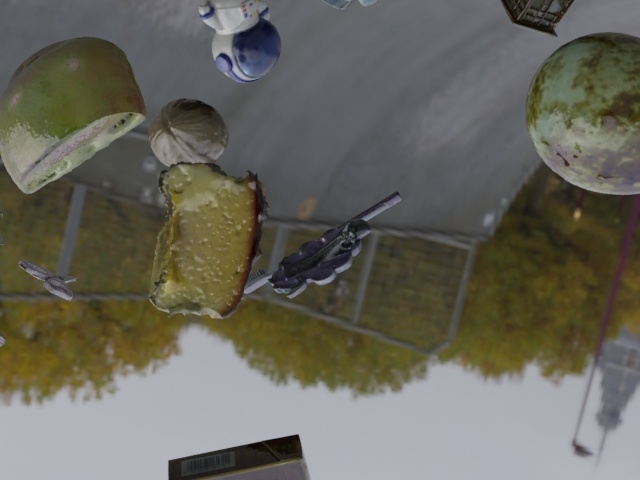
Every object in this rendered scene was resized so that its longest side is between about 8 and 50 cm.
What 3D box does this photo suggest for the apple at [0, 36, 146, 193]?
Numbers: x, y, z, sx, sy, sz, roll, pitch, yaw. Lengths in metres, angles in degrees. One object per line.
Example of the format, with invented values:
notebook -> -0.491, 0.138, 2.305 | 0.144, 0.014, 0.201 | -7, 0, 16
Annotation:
apple -> -0.421, -0.215, 1.953 | 0.265, 0.193, 0.120 | -30, 172, 14

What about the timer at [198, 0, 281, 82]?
timer -> -0.183, -0.487, 2.409 | 0.270, 0.383, 0.270 | -17, -152, 9

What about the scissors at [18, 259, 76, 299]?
scissors -> -0.423, 0.062, 1.999 | 0.100, 0.015, 0.189 | 36, -179, 4

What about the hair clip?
hair clip -> -0.004, 0.025, 2.049 | 0.052, 0.195, 0.124 | 54, -171, -28

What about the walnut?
walnut -> -0.244, -0.194, 2.290 | 0.140, 0.140, 0.162 | 18, 171, 38

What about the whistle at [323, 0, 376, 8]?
whistle -> -0.002, -0.632, 2.437 | 0.405, 0.168, 0.188 | 50, -153, -1

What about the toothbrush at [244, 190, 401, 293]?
toothbrush -> 0.000, 0.000, 2.385 | 0.029, 0.354, 0.024 | 57, 176, 35

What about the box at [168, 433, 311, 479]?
box -> -0.136, 0.437, 2.190 | 0.240, 0.159, 0.071 | -11, -145, 1

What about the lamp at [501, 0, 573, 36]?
lamp -> 0.398, -0.471, 1.916 | 0.089, 0.325, 0.090 | 10, -139, -26

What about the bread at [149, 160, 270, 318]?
bread -> -0.141, -0.008, 1.539 | 0.140, 0.160, 0.169 | 10, -139, -9

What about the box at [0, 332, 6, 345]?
box -> -0.469, 0.017, 1.348 | 0.180, 0.047, 0.325 | 44, 171, 23

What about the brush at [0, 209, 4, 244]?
brush -> -0.456, -0.008, 1.652 | 0.048, 0.054, 0.282 | -1, -176, -6

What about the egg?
egg -> 0.449, -0.183, 1.856 | 0.289, 0.238, 0.238 | 24, -174, -2
